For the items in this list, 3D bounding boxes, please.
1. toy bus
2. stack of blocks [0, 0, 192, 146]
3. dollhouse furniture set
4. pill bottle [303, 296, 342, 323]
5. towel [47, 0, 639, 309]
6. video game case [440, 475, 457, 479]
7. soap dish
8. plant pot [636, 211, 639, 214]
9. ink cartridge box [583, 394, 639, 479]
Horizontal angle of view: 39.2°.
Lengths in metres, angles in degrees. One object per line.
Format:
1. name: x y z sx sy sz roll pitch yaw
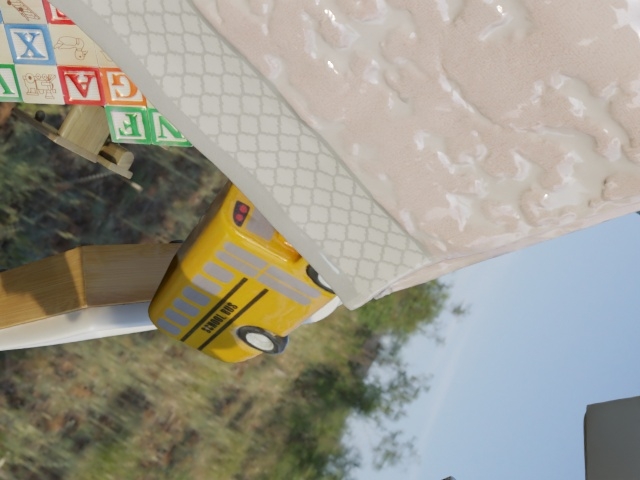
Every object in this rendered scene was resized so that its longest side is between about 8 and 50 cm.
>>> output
1. toy bus: -0.048 0.012 0.819 0.332 0.130 0.108 -44 -160 58
2. stack of blocks: -0.185 -0.189 0.883 0.087 0.297 0.171 -79 170 -51
3. dollhouse furniture set: -0.242 -0.167 1.051 0.144 0.123 0.151 30 89 -46
4. pill bottle: 0.000 0.000 1.145 0.153 0.153 0.265 -61 177 22
5. towel: 0.011 -0.118 0.481 0.317 0.332 0.053 -28 -161 49
6. video game case: -0.006 0.324 0.744 0.285 0.025 0.204 -33 -162 28
7. soap dish: -0.320 0.078 1.271 0.290 0.118 0.229 -14 172 40
8. plant pot: 0.289 -0.188 0.821 0.290 0.195 0.290 -19 126 -29
9. ink cartridge box: 0.381 0.193 0.688 0.289 0.211 0.122 -22 -134 41
